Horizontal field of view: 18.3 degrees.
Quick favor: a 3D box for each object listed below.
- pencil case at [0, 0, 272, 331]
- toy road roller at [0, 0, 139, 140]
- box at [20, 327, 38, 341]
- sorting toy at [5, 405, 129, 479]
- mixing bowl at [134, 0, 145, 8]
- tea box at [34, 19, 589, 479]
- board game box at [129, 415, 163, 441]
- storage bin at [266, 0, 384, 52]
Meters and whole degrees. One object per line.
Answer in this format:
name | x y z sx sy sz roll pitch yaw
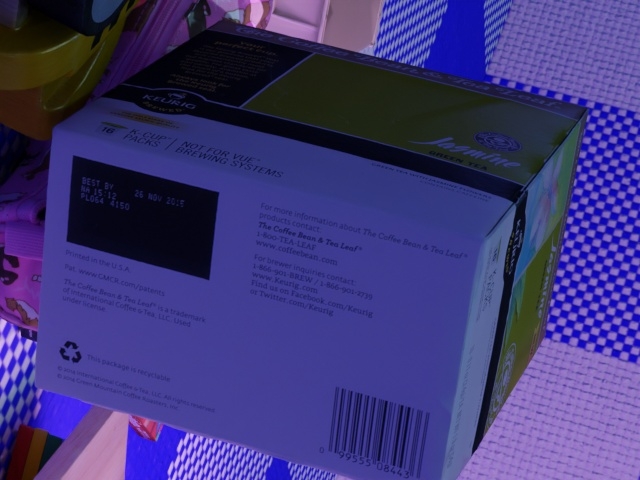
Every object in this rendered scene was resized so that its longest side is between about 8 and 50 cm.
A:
pencil case | -0.176 -0.099 1.732 0.160 0.167 0.386 52 47 -34
toy road roller | -0.194 -0.229 1.434 0.329 0.202 0.240 -55 170 -41
box | -0.237 0.002 1.864 0.162 0.029 0.116 -62 161 -47
sorting toy | -0.280 0.301 1.897 0.257 0.089 0.255 -54 155 -55
mixing bowl | -0.178 -0.258 1.659 0.181 0.098 0.181 15 90 -77
tea box | 0.000 0.000 1.528 0.323 0.329 0.220 -45 146 -60
board game box | -0.162 0.078 2.264 0.145 0.027 0.281 67 40 -67
storage bin | -0.006 -0.328 2.234 0.262 0.123 0.260 -40 143 -67
